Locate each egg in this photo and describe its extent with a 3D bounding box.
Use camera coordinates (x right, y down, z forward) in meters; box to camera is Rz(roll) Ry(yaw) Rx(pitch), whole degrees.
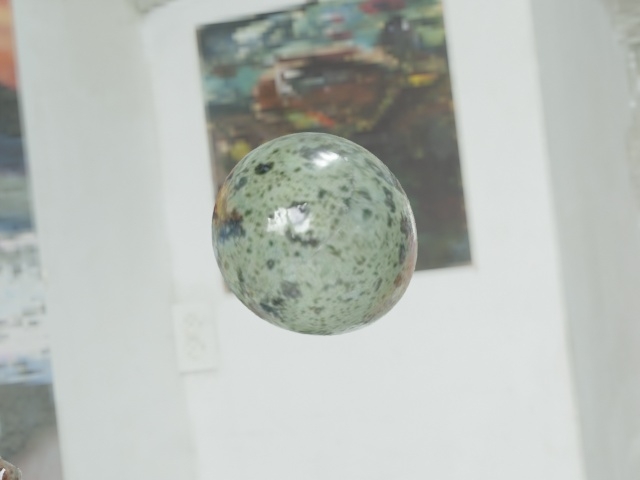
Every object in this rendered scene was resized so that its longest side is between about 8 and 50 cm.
[{"bbox_3d":[0.000,0.000,1.036,0.132,0.132,0.172,-7,-24,23],"label":"egg"}]

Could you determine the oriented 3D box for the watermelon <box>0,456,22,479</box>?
[{"bbox_3d":[-0.241,0.137,0.655,0.256,0.193,0.140,7,-11,6],"label":"watermelon"}]
